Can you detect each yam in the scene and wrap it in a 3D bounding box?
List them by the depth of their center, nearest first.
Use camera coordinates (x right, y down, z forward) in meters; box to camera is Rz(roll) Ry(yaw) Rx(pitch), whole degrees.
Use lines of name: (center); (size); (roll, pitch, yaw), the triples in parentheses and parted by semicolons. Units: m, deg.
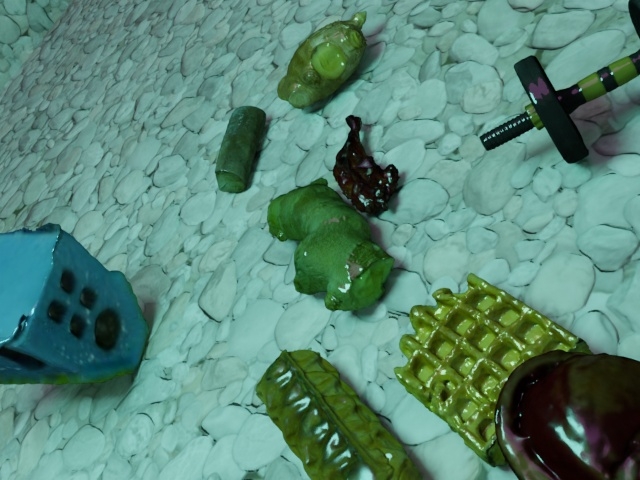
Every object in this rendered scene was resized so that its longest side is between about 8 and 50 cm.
yam: (-0.150, -0.168, 1.350); (0.068, 0.068, 0.169); (-12, 50, 34)

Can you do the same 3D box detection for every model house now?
model house: (-0.442, 0.132, 1.182); (0.237, 0.303, 0.216); (-6, 61, 25)

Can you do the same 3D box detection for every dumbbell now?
dumbbell: (0.341, -0.191, 0.876); (0.325, 0.143, 0.143); (-28, 43, 20)

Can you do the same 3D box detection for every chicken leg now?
chicken leg: (0.062, -0.111, 1.129); (0.089, 0.048, 0.219); (-35, 40, 8)

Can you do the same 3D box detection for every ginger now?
ginger: (0.002, 0.001, 1.059); (0.137, 0.089, 0.290); (-54, 40, 21)
ginger: (0.011, -0.323, 1.313); (0.216, 0.102, 0.157); (-45, 15, 6)

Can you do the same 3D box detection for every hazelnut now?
hazelnut: (0.260, 0.173, 0.627); (0.201, 0.160, 0.170); (-15, 47, 40)

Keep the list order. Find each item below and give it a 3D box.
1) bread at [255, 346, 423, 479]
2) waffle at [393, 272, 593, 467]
bread: (0.019, 0.226, 0.851); (0.269, 0.098, 0.087); (42, 130, 50)
waffle: (0.169, 0.130, 0.824); (0.160, 0.055, 0.211); (-49, 40, -5)
